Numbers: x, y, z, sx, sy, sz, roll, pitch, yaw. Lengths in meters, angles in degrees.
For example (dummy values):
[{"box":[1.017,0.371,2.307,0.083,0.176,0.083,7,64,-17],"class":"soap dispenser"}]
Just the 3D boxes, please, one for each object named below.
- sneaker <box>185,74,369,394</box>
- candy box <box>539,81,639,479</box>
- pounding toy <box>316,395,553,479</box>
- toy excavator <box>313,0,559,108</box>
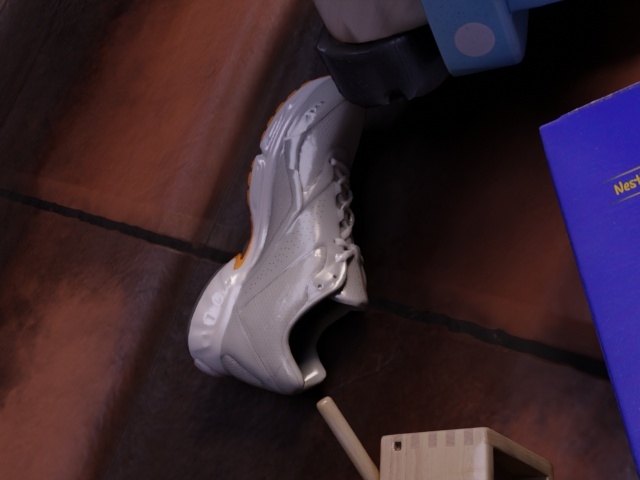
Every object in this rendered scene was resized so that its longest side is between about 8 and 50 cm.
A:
[{"box":[0.000,0.000,0.788,0.121,0.099,0.262,19,87,31],"class":"sneaker"},{"box":[0.295,0.033,0.539,0.268,0.122,0.317,-23,58,25],"class":"candy box"},{"box":[0.073,0.171,0.612,0.100,0.141,0.130,-12,62,30],"class":"pounding toy"},{"box":[0.171,-0.233,0.628,0.445,0.222,0.432,-11,41,23],"class":"toy excavator"}]
